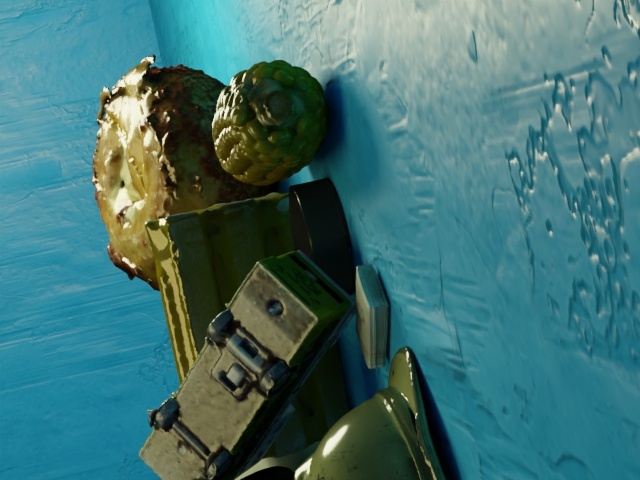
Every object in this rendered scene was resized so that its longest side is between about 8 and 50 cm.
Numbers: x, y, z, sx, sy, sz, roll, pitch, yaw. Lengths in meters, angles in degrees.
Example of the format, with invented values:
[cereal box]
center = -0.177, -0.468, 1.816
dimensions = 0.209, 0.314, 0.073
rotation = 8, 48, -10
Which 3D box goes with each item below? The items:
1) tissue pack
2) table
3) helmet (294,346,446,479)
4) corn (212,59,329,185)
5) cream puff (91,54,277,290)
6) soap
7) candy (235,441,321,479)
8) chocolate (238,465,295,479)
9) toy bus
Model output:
[tissue pack]
center = 0.050, 0.077, 1.523
dimensions = 0.108, 0.023, 0.056
rotation = 89, 166, -50
[table]
center = 0.000, 0.000, 1.676
dimensions = 0.133, 0.043, 0.133
rotation = 168, 90, -81
[helmet]
center = 0.044, 0.239, 1.416
dimensions = 0.204, 0.137, 0.257
rotation = 91, 164, -58
[corn]
center = -0.057, -0.120, 1.647
dimensions = 0.363, 0.120, 0.120
rotation = 149, 109, -85
[cream puff]
center = -0.181, -0.080, 2.128
dimensions = 0.350, 0.229, 0.350
rotation = 9, 101, 58
[soap]
center = -0.087, 0.107, 1.853
dimensions = 0.091, 0.199, 0.314
rotation = -5, 99, 60
[candy]
center = -0.060, 0.350, 1.981
dimensions = 0.208, 0.145, 0.358
rotation = -49, 43, 34
[chocolate]
center = -0.022, 0.341, 1.601
dimensions = 0.283, 0.284, 0.186
rotation = -128, 32, -71
[toy bus]
center = -0.073, 0.147, 1.636
dimensions = 0.113, 0.139, 0.301
rotation = 43, 123, 16
